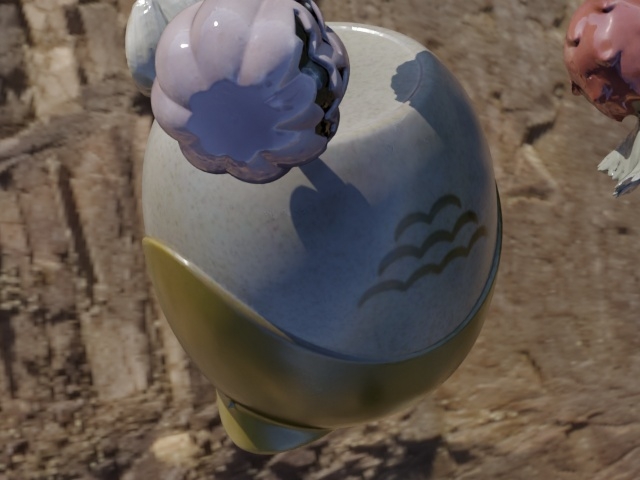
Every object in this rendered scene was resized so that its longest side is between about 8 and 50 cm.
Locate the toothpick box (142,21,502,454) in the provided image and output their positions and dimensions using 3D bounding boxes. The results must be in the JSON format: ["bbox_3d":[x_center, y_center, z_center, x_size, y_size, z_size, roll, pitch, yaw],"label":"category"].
[{"bbox_3d":[0.000,0.000,1.577,0.409,0.409,0.425,11,128,25],"label":"toothpick box"}]

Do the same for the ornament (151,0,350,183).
[{"bbox_3d":[-0.060,-0.145,1.228,0.177,0.177,0.177,-1,88,25],"label":"ornament"}]

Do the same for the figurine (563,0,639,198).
[{"bbox_3d":[0.378,-0.185,1.606,0.166,0.207,0.387,-10,73,-11],"label":"figurine"}]

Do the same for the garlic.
[{"bbox_3d":[-0.172,-0.285,1.857,0.143,0.229,0.178,10,130,17],"label":"garlic"}]
